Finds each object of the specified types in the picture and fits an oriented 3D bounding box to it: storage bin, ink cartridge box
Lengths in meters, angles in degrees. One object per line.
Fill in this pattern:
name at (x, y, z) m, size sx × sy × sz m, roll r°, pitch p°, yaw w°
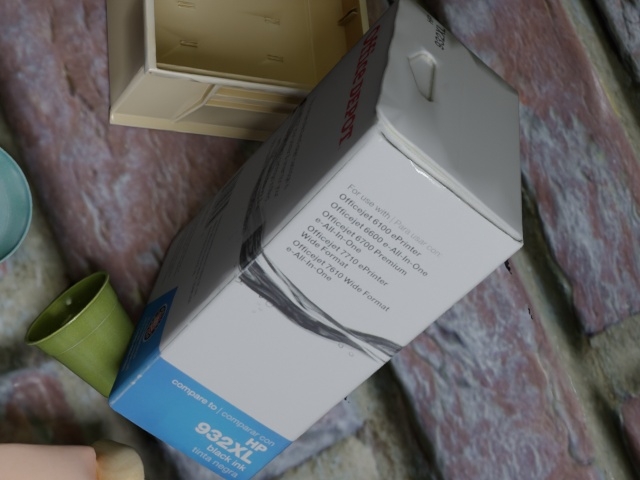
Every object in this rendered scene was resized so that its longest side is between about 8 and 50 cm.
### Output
storage bin at (-0.062, -0.233, 1.022) m, size 0.260 × 0.123 × 0.262 m, roll 4°, pitch 71°, yaw -29°
ink cartridge box at (0.000, 0.000, 0.827) m, size 0.129 × 0.307 × 0.223 m, roll 37°, pitch 31°, yaw -15°

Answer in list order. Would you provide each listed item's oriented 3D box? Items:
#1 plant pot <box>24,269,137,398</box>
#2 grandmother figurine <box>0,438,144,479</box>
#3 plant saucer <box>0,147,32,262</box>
plant pot at (-0.175, 0.080, 0.878) m, size 0.079 × 0.083 × 0.083 m, roll 52°, pitch 55°, yaw -19°
grandmother figurine at (-0.280, 0.176, 0.709) m, size 0.342 × 0.104 × 0.207 m, roll 7°, pitch 90°, yaw -42°
plant saucer at (-0.289, -0.028, 0.876) m, size 0.119 × 0.021 × 0.119 m, roll 11°, pitch 68°, yaw -28°
